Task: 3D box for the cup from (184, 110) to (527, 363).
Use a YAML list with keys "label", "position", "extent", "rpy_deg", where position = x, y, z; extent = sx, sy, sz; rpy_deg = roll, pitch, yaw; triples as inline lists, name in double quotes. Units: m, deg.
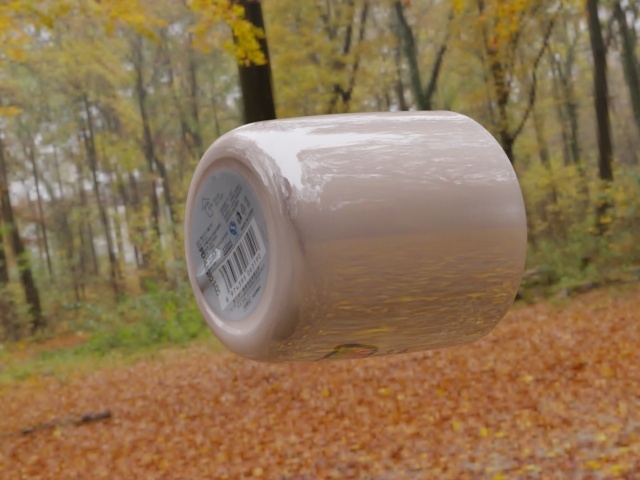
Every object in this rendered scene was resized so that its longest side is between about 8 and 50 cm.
- label: "cup"
  position: [0.000, 0.000, 0.788]
  extent: [0.200, 0.192, 0.252]
  rpy_deg: [-5, -2, -34]
